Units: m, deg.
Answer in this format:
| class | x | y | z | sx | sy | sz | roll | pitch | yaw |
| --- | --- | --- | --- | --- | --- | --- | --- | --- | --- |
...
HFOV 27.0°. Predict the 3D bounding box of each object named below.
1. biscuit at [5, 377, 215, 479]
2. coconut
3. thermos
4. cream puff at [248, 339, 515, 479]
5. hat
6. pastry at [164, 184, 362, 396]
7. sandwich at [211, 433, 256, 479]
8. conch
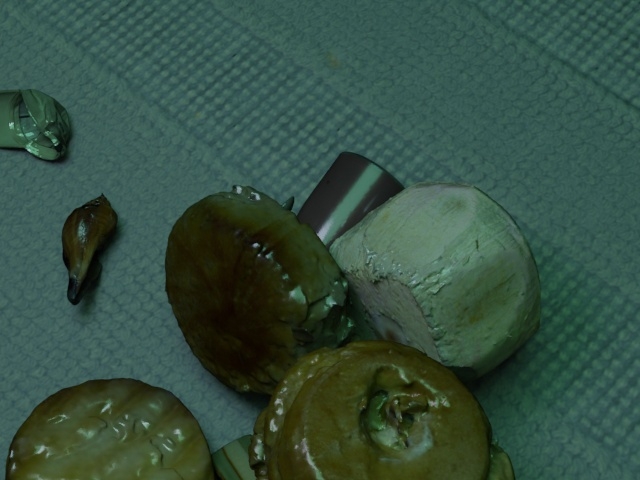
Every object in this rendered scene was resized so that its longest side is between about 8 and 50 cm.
| class | x | y | z | sx | sy | sz | roll | pitch | yaw |
| --- | --- | --- | --- | --- | --- | --- | --- | --- | --- |
| biscuit | -0.295 | 0.333 | 1.874 | 0.296 | 0.102 | 0.296 | 6 | 50 | -7 |
| coconut | 0.175 | 0.057 | 1.910 | 0.254 | 0.297 | 0.297 | -36 | 62 | -23 |
| thermos | 0.000 | 0.000 | 2.051 | 0.176 | 0.146 | 0.265 | 37 | 75 | 10 |
| cream puff | 0.074 | 0.299 | 1.740 | 0.342 | 0.231 | 0.327 | 23 | 51 | -1 |
| hat | -0.497 | -0.196 | 2.262 | 0.166 | 0.081 | 0.122 | -2 | 97 | 21 |
| pastry | -0.101 | 0.086 | 1.908 | 0.329 | 0.330 | 0.136 | 37 | 41 | 24 |
| sandwich | -0.099 | 0.329 | 1.871 | 0.079 | 0.113 | 0.163 | -26 | 59 | -11 |
| conch | -0.376 | 0.008 | 2.107 | 0.080 | 0.086 | 0.233 | 10 | 58 | 11 |
